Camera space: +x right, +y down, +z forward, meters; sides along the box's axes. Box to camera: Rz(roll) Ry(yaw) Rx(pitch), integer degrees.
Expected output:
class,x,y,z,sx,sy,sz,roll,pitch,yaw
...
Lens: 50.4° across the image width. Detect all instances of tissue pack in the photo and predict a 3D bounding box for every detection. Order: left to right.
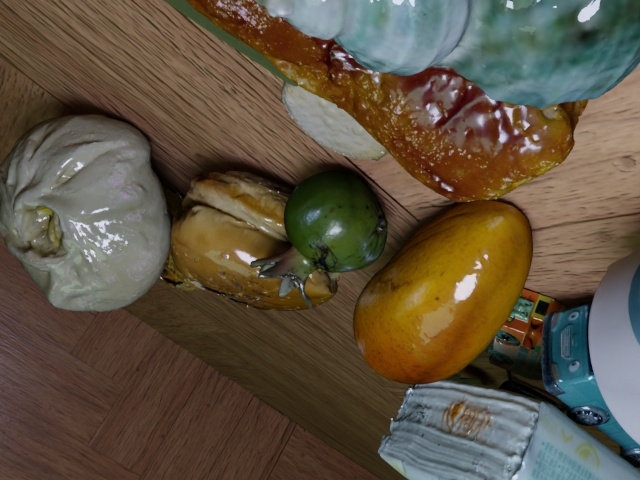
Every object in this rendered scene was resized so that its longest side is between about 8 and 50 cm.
class,x,y,z,sx,sy,sz,roll,pitch,yaw
tissue pack,0.315,0.356,0.952,0.388,0.162,0.287,37,161,-19

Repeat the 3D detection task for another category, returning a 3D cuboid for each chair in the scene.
class,x,y,z,sx,sy,sz,roll,pitch,yaw
chair,0.375,0.329,1.232,0.145,0.140,0.221,22,160,19

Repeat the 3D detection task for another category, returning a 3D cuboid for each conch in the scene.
class,x,y,z,sx,sy,sz,roll,pitch,yaw
conch,0.084,-0.184,0.423,0.195,0.277,0.220,18,120,64

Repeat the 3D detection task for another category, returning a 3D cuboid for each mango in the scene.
class,x,y,z,sx,sy,sz,roll,pitch,yaw
mango,0.167,0.074,0.898,0.201,0.199,0.350,5,149,-17

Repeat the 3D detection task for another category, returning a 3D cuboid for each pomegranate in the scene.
class,x,y,z,sx,sy,sz,roll,pitch,yaw
pomegranate,0.000,0.000,0.913,0.131,0.191,0.152,47,175,44

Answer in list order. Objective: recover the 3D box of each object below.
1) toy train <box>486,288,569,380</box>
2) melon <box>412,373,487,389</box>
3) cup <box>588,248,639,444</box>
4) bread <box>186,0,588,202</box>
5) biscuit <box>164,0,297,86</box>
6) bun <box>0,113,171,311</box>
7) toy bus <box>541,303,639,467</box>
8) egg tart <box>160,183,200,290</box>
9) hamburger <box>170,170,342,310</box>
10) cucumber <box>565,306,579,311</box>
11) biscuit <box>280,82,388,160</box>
class,x,y,z,sx,sy,sz,roll,pitch,yaw
toy train,0.302,0.140,1.002,0.099,0.072,0.188,15,154,18
melon,0.242,0.285,1.288,0.118,0.064,0.209,-4,162,28
cup,0.408,0.086,0.566,0.290,0.219,0.257,25,157,-2
bread,0.045,-0.177,0.592,0.380,0.109,0.185,35,158,-8
biscuit,-0.138,-0.271,0.702,0.322,0.038,0.099,32,161,-6
bun,-0.422,-0.035,1.160,0.365,0.219,0.365,16,117,34
toy bus,0.407,0.185,0.863,0.256,0.128,0.147,38,136,-23
egg tart,-0.310,-0.029,1.334,0.297,0.132,0.297,32,149,22
hamburger,-0.100,0.014,1.108,0.284,0.174,0.304,20,166,-6
cucumber,0.380,0.136,0.941,0.135,0.033,0.034,44,157,-29
biscuit,0.020,-0.145,0.800,0.152,0.020,0.152,25,158,11
